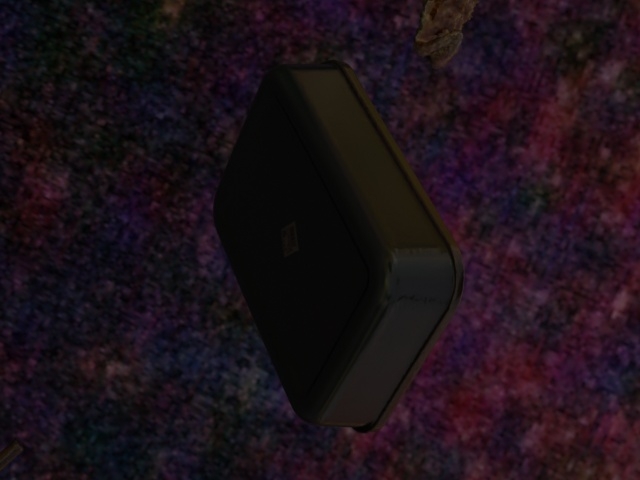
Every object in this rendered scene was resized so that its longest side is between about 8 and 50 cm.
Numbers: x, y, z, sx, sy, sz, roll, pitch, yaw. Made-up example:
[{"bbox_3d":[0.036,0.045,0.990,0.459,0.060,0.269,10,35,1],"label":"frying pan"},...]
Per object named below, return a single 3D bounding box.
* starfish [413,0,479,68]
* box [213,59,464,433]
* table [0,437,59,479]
[{"bbox_3d":[0.067,-0.208,0.559,0.227,0.043,0.240,21,77,-38],"label":"starfish"},{"bbox_3d":[0.000,0.000,0.416,0.031,0.126,0.091,2,134,-30],"label":"box"},{"bbox_3d":[-0.192,0.238,0.709,0.111,0.240,0.121,-29,146,-7],"label":"table"}]
